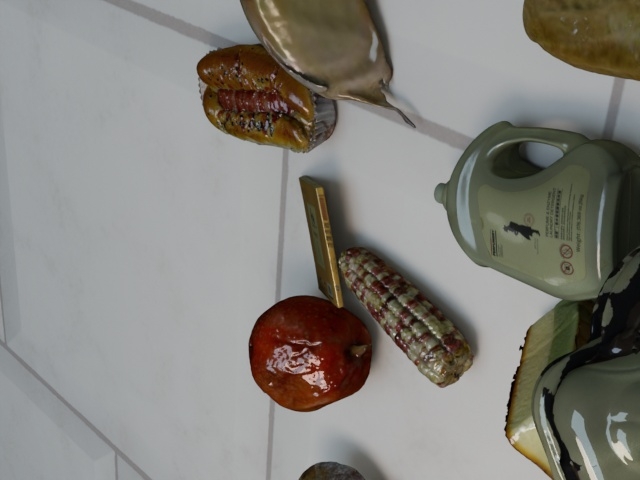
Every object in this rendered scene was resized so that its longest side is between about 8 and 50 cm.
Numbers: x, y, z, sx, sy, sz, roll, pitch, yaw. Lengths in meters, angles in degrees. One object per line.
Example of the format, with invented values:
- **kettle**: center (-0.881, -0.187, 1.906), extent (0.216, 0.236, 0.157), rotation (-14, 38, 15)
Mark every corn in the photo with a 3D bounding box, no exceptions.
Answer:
- **corn**: center (0.107, 0.094, 1.293), extent (0.237, 0.079, 0.080), rotation (46, 136, 34)

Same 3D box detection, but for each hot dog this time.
- **hot dog**: center (-0.086, -0.204, 1.384), extent (0.268, 0.075, 0.144), rotation (20, 123, 46)

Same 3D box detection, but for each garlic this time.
- **garlic**: center (-0.006, -0.291, 1.212), extent (0.196, 0.151, 0.339), rotation (-2, 106, 37)

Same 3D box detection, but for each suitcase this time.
- **suitcase**: center (0.358, 0.147, 0.819), extent (0.194, 0.351, 0.339), rotation (13, -125, -83)

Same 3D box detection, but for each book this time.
- **book**: center (0.000, 0.000, 1.381), extent (0.118, 0.012, 0.172), rotation (-141, 40, -72)

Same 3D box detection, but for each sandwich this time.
- **sandwich**: center (0.303, 0.179, 1.046), extent (0.186, 0.220, 0.108), rotation (41, 121, -6)

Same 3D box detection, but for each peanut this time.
- **peanut**: center (0.288, -0.209, 0.936), extent (0.226, 0.095, 0.108), rotation (22, 106, 47)

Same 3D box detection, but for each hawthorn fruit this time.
- **hawthorn fruit**: center (-0.017, 0.166, 1.402), extent (0.179, 0.173, 0.174), rotation (34, 129, 36)

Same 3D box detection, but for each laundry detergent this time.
- **laundry detergent**: center (0.228, -0.038, 1.079), extent (0.253, 0.091, 0.181), rotation (16, 116, 45)

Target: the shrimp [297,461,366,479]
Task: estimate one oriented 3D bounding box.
- **shrimp**: center (0.100, 0.454, 1.426), extent (0.343, 0.145, 0.116), rotation (41, 175, 17)
